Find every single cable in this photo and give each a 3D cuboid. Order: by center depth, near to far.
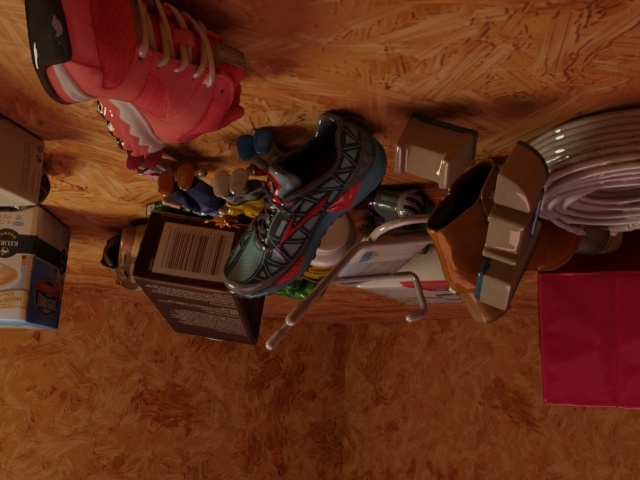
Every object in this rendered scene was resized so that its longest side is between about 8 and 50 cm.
[{"bbox_3d":[0.381,-0.082,0.781,0.257,0.089,0.257,13,163,-37],"label":"cable"}]

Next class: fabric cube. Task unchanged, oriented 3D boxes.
[{"bbox_3d":[0.548,0.139,1.182,0.259,0.258,0.254,-2,-165,21],"label":"fabric cube"}]

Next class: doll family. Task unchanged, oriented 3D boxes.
[{"bbox_3d":[-0.136,-0.062,0.874,0.262,0.118,0.163,-2,167,19],"label":"doll family"}]

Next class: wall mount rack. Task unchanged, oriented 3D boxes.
[{"bbox_3d":[0.065,0.078,1.020,0.304,0.131,0.350,-6,161,-15],"label":"wall mount rack"}]

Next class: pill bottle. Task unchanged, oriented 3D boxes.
[{"bbox_3d":[0.456,-0.016,1.097,0.137,0.078,0.078,8,166,-26],"label":"pill bottle"},{"bbox_3d":[0.000,0.000,1.146,0.117,0.117,0.215,3,168,-4],"label":"pill bottle"}]

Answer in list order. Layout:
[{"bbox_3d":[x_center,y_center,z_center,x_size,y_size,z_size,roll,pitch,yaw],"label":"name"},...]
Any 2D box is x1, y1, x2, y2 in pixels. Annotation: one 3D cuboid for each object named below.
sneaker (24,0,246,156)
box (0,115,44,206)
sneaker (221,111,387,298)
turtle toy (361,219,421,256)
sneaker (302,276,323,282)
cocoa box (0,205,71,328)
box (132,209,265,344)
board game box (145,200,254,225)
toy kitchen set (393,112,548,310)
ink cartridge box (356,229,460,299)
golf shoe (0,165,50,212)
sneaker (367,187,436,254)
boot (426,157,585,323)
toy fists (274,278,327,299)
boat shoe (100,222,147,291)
[{"bbox_3d":[-0.134,-0.159,0.518,0.136,0.116,0.314,-8,175,0],"label":"sneaker"},{"bbox_3d":[-0.449,-0.119,0.723,0.113,0.094,0.275,0,167,8],"label":"box"},{"bbox_3d":[-0.042,-0.049,0.755,0.104,0.262,0.125,40,179,38],"label":"sneaker"},{"bbox_3d":[0.137,-0.001,1.204,0.130,0.066,0.095,30,170,5],"label":"turtle toy"},{"bbox_3d":[-0.048,0.031,1.385,0.282,0.110,0.122,8,178,11],"label":"sneaker"},{"bbox_3d":[-0.715,0.055,1.250,0.347,0.228,0.231,4,168,-8],"label":"cocoa box"},{"bbox_3d":[-0.220,0.089,1.244,0.191,0.143,0.381,9,156,2],"label":"box"},{"bbox_3d":[-0.188,-0.039,1.208,0.136,0.030,0.259,-6,165,41],"label":"board game box"},{"bbox_3d":[0.182,-0.048,0.764,0.166,0.122,0.207,21,141,23],"label":"toy kitchen set"},{"bbox_3d":[0.239,0.060,1.364,0.226,0.131,0.306,-5,165,29],"label":"ink cartridge box"},{"bbox_3d":[-0.540,-0.080,0.909,0.272,0.105,0.120,7,174,-18],"label":"golf shoe"},{"bbox_3d":[0.140,-0.043,1.078,0.098,0.083,0.224,17,167,22],"label":"sneaker"},{"bbox_3d":[0.283,-0.038,0.916,0.104,0.295,0.211,19,144,50],"label":"boot"},{"bbox_3d":[-0.087,0.115,1.748,0.142,0.096,0.279,-8,163,35],"label":"toy fists"},{"bbox_3d":[-0.419,0.028,1.382,0.119,0.123,0.324,13,156,-24],"label":"boat shoe"}]
